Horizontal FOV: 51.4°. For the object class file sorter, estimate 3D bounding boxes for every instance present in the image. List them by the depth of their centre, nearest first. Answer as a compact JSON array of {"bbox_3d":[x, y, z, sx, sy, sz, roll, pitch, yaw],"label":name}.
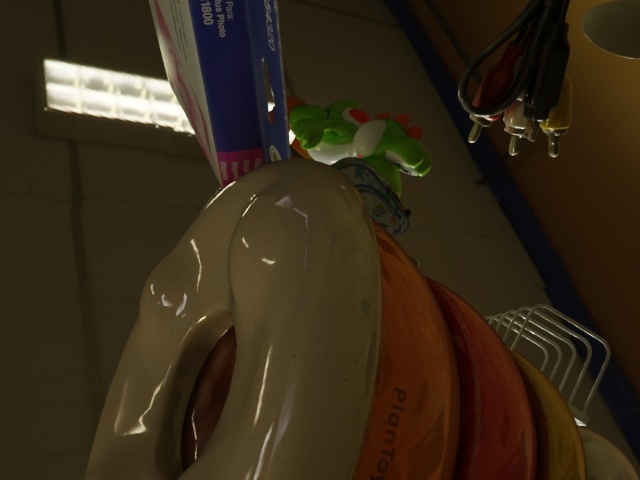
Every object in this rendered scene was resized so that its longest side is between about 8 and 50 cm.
[{"bbox_3d":[0.429,0.251,1.373,0.193,0.277,0.173,31,-104,-1],"label":"file sorter"}]

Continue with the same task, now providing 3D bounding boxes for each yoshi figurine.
[{"bbox_3d":[0.040,-0.158,1.302,0.203,0.203,0.362,-18,-151,-41],"label":"yoshi figurine"}]

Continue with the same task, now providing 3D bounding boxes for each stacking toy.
[{"bbox_3d":[0.086,0.180,0.532,0.480,0.350,0.350,25,-139,-25],"label":"stacking toy"}]

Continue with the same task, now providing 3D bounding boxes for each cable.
[{"bbox_3d":[0.218,-0.225,0.669,0.139,0.287,0.072,7,-162,-9],"label":"cable"}]

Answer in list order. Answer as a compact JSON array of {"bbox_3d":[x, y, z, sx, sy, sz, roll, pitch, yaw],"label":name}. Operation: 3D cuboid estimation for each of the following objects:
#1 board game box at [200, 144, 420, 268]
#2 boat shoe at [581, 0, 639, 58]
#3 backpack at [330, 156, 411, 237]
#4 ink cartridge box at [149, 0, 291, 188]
[{"bbox_3d":[0.000,0.000,0.935,0.305,0.053,0.193,42,-143,-8],"label":"board game box"},{"bbox_3d":[0.299,-0.182,0.584,0.133,0.049,0.042,12,-165,20],"label":"boat shoe"},{"bbox_3d":[0.042,-0.038,0.805,0.114,0.105,0.084,53,-169,-16],"label":"backpack"},{"bbox_3d":[-0.131,-0.226,0.756,0.071,0.324,0.330,-19,-129,-14],"label":"ink cartridge box"}]
